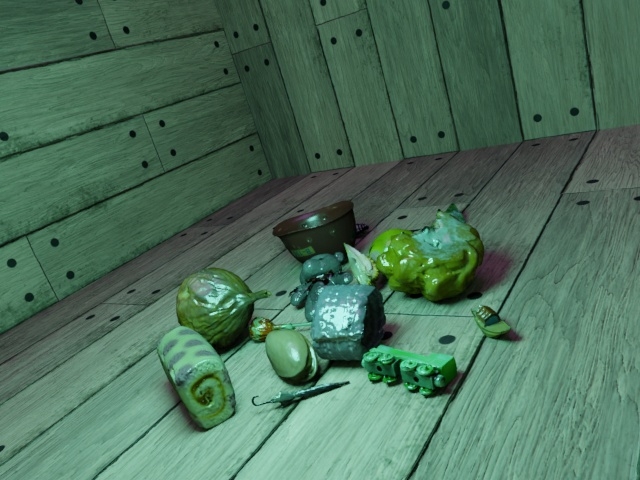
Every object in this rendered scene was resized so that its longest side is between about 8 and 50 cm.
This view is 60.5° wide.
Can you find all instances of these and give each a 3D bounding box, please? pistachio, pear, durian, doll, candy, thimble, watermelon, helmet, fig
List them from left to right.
[{"bbox_3d":[-0.300,0.223,1.836,0.369,0.286,0.286,-10,19,38],"label":"fig"},{"bbox_3d":[-0.103,0.284,1.843,0.288,0.078,0.084,-9,49,13],"label":"candy"},{"bbox_3d":[-0.088,0.335,1.612,0.136,0.136,0.226,-25,27,-22],"label":"pistachio"},{"bbox_3d":[-0.003,0.149,2.001,0.246,0.158,0.340,-25,19,16],"label":"doll"},{"bbox_3d":[0.000,0.000,2.315,0.385,0.230,0.337,-11,17,41],"label":"helmet"},{"bbox_3d":[0.125,-0.032,2.557,0.219,0.067,0.091,-20,28,-25],"label":"doll"},{"bbox_3d":[0.084,0.236,1.594,0.172,0.205,0.236,-6,21,28],"label":"thimble"},{"bbox_3d":[0.154,0.085,1.989,0.078,0.140,0.224,-23,61,-10],"label":"durian"},{"bbox_3d":[0.292,0.040,2.025,0.220,0.187,0.187,-18,17,-21],"label":"pear"},{"bbox_3d":[0.556,-0.080,2.345,0.101,0.080,0.155,36,43,23],"label":"watermelon"}]

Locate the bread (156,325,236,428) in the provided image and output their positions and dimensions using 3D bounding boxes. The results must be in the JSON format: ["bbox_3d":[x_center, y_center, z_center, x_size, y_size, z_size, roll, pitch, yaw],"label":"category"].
[{"bbox_3d":[-0.364,0.384,1.606,0.155,0.187,0.338,-28,20,-21],"label":"bread"}]

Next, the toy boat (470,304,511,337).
[{"bbox_3d":[0.468,0.222,1.510,0.065,0.066,0.172,-16,19,-7],"label":"toy boat"}]

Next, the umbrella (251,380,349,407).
[{"bbox_3d":[-0.051,0.418,1.479,0.269,0.044,0.044,-9,-8,-3],"label":"umbrella"}]

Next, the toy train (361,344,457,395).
[{"bbox_3d":[0.223,0.324,1.420,0.251,0.085,0.119,5,23,45],"label":"toy train"}]

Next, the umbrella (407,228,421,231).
[{"bbox_3d":[0.374,-0.037,2.417,0.149,0.022,0.022,-9,15,10],"label":"umbrella"}]

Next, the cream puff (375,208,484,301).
[{"bbox_3d":[0.370,0.084,1.795,0.323,0.270,0.274,-24,55,-18],"label":"cream puff"}]
